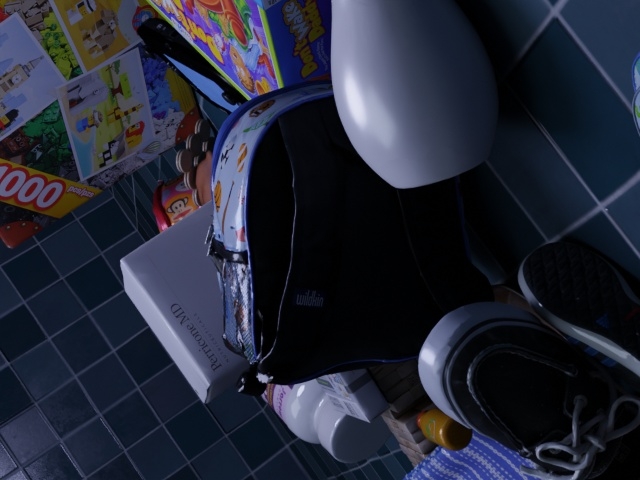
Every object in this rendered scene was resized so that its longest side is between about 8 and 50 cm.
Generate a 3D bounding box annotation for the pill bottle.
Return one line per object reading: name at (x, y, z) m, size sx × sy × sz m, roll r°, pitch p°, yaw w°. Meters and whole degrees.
pill bottle at (-0.012, 0.219, 1.829) m, size 0.301 × 0.169 × 0.169 m, roll 41°, pitch 159°, yaw 46°

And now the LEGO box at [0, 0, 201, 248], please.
LEGO box at (-0.417, -0.280, 1.640) m, size 0.193 × 0.372 × 0.500 m, roll 46°, pitch 163°, yaw 32°

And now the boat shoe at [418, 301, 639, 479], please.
boat shoe at (0.208, 0.153, 0.945) m, size 0.306 × 0.113 × 0.105 m, roll 40°, pitch 177°, yaw -35°

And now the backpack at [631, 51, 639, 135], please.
backpack at (0.221, -0.071, 0.619) m, size 0.105 × 0.084 × 0.114 m, roll 63°, pitch 167°, yaw -18°

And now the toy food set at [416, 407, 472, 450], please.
toy food set at (0.121, 0.110, 1.279) m, size 0.232 × 0.111 × 0.104 m, roll 64°, pitch 166°, yaw -6°

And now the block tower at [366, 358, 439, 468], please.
block tower at (0.129, 0.213, 1.512) m, size 0.335 × 0.097 × 0.091 m, roll 60°, pitch 164°, yaw -10°

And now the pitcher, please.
pitcher at (0.062, -0.157, 0.914) m, size 0.178 × 0.126 × 0.207 m, roll -95°, pitch -14°, yaw -77°

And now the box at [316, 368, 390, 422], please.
box at (0.006, 0.147, 1.500) m, size 0.186 × 0.038 × 0.145 m, roll 56°, pitch 164°, yaw -8°

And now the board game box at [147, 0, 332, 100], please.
board game box at (-0.109, -0.286, 1.220) m, size 0.347 × 0.078 × 0.233 m, roll 46°, pitch 162°, yaw 34°

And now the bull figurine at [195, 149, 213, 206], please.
bull figurine at (-0.112, -0.007, 1.715) m, size 0.188 × 0.101 × 0.310 m, roll 71°, pitch 178°, yaw -46°

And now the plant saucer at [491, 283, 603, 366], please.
plant saucer at (0.223, 0.106, 1.108) m, size 0.168 × 0.029 × 0.168 m, roll 50°, pitch 165°, yaw 19°

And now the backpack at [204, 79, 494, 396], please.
backpack at (0.015, -0.021, 1.077) m, size 0.213 × 0.277 × 0.263 m, roll 29°, pitch 125°, yaw 56°

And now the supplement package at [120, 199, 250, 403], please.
supplement package at (-0.062, 0.031, 1.330) m, size 0.177 × 0.293 × 0.175 m, roll 53°, pitch 166°, yaw 7°

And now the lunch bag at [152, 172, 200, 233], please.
lunch bag at (-0.184, 0.015, 2.009) m, size 0.293 × 0.120 × 0.258 m, roll 61°, pitch -178°, yaw -20°

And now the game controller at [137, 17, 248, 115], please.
game controller at (-0.129, -0.200, 1.459) m, size 0.166 × 0.067 × 0.319 m, roll 54°, pitch 170°, yaw -34°

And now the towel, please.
towel at (0.223, 0.339, 1.379) m, size 0.243 × 0.040 × 0.336 m, roll 44°, pitch 148°, yaw 11°

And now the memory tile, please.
memory tile at (-0.185, -0.111, 1.811) m, size 0.012 × 0.113 × 0.148 m, roll 3°, pitch 137°, yaw 24°

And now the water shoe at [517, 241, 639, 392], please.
water shoe at (0.236, 0.079, 0.919) m, size 0.203 × 0.073 × 0.080 m, roll 43°, pitch 163°, yaw 43°
